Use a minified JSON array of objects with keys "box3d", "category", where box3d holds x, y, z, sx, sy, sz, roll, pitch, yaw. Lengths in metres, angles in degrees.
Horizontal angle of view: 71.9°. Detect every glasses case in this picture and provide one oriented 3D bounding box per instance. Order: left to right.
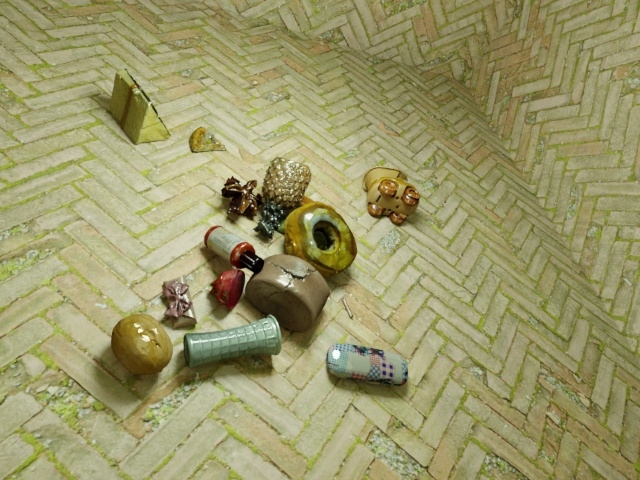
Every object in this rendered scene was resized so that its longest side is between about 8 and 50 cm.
[{"box3d":[-0.494,0.202,1.519,0.103,0.070,0.193,-6,55,-29],"category":"glasses case"},{"box3d":[0.176,0.462,1.635,0.328,0.076,0.125,14,46,-16],"category":"glasses case"}]

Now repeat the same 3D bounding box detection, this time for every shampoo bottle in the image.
[{"box3d":[-0.318,0.039,1.652,0.278,0.104,0.104,28,38,36],"category":"shampoo bottle"}]

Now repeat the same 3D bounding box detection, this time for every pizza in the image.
[{"box3d":[-0.533,-0.462,2.097,0.176,0.036,0.184,23,46,-8],"category":"pizza"}]

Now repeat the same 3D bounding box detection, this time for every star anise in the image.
[{"box3d":[-0.345,-0.191,1.892,0.220,0.126,0.189,3,77,-54],"category":"star anise"}]

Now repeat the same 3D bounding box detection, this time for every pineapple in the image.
[{"box3d":[-0.177,-0.181,1.895,0.202,0.202,0.361,23,78,-8],"category":"pineapple"}]

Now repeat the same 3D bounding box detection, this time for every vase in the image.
[{"box3d":[-0.293,0.337,1.463,0.299,0.143,0.143,-4,55,-27],"category":"vase"}]

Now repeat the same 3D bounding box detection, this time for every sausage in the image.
[{"box3d":[0.111,0.276,1.805,0.015,0.015,0.100,-6,55,-31],"category":"sausage"}]

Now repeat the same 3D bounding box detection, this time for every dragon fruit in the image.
[{"box3d":[-0.348,0.160,1.595,0.111,0.153,0.153,14,45,8],"category":"dragon fruit"}]

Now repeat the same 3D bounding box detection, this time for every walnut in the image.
[{"box3d":[-0.541,0.317,1.339,0.207,0.159,0.159,45,46,15],"category":"walnut"}]

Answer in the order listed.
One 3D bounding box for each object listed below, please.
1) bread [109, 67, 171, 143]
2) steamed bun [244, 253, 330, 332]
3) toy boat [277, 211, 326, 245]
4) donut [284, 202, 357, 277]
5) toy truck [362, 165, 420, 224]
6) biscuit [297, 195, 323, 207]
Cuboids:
[{"box3d":[-0.775,-0.597,1.946,0.199,0.236,0.263,-26,67,-40],"category":"bread"},{"box3d":[-0.113,0.170,1.651,0.301,0.199,0.251,32,44,2],"category":"steamed bun"},{"box3d":[-0.056,-0.058,1.961,0.277,0.084,0.111,17,48,-15],"category":"toy boat"},{"box3d":[0.000,0.000,1.829,0.331,0.160,0.329,3,81,-18],"category":"donut"},{"box3d":[0.355,-0.234,2.241,0.288,0.204,0.211,16,44,-12],"category":"toy truck"},{"box3d":[-0.048,-0.157,2.025,0.250,0.036,0.165,27,24,20],"category":"biscuit"}]
